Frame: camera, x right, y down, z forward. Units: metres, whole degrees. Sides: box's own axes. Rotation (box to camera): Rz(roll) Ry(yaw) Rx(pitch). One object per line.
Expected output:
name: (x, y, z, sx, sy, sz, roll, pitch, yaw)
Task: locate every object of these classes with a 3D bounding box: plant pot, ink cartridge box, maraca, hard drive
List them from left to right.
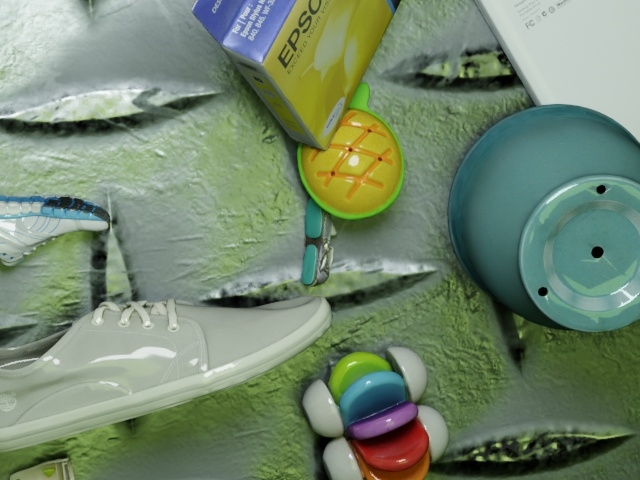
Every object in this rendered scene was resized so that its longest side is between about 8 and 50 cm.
ink cartridge box: (0.004, -0.299, 1.783, 0.072, 0.307, 0.303, 23, 78, 23)
maraca: (0.030, -0.113, 1.925, 0.127, 0.099, 0.185, -18, 75, -7)
plant pot: (0.302, -0.008, 1.887, 0.272, 0.255, 0.271, -1, 104, -3)
hard drive: (0.339, -0.255, 2.005, 0.203, 0.040, 0.307, -34, 102, -7)

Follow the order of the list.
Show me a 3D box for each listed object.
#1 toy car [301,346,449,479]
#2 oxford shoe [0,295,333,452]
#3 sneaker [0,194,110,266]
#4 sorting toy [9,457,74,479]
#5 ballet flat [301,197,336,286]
toy car: (0.075, 0.226, 1.944, 0.159, 0.136, 0.182, -22, 100, -9)
oxford shoe: (-0.205, 0.127, 1.863, 0.449, 0.169, 0.130, -16, 97, -6)
sneaker: (-0.342, -0.011, 1.869, 0.191, 0.071, 0.083, 1, 102, -4)
sorting toy: (-0.333, 0.301, 1.912, 0.075, 0.045, 0.083, -6, 98, -5)
ballet flat: (0.000, 0.000, 1.960, 0.041, 0.041, 0.114, 4, 95, -13)
